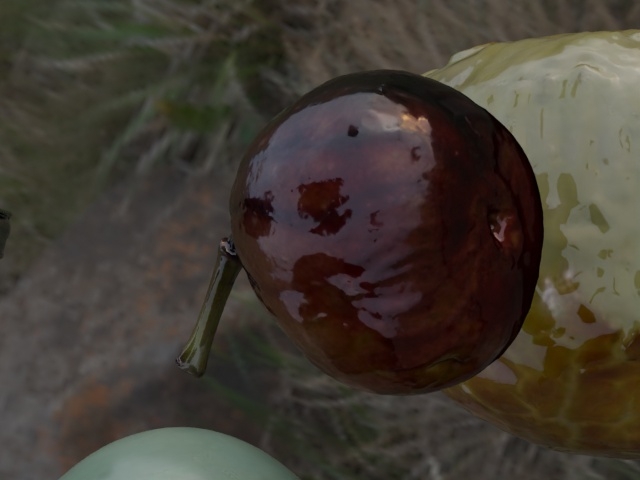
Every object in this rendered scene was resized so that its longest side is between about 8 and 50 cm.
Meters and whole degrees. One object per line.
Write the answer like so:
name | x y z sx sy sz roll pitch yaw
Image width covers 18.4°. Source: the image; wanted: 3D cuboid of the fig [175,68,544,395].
fig | 0.012 -0.011 1.231 0.249 0.204 0.186 7 51 43

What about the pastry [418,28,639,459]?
pastry | 0.225 0.008 1.470 0.388 0.388 0.312 -5 85 42

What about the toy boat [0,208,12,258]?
toy boat | -0.247 0.013 1.288 0.104 0.210 0.052 -45 89 0

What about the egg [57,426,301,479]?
egg | -0.083 0.304 1.151 0.276 0.276 0.389 -3 83 42
